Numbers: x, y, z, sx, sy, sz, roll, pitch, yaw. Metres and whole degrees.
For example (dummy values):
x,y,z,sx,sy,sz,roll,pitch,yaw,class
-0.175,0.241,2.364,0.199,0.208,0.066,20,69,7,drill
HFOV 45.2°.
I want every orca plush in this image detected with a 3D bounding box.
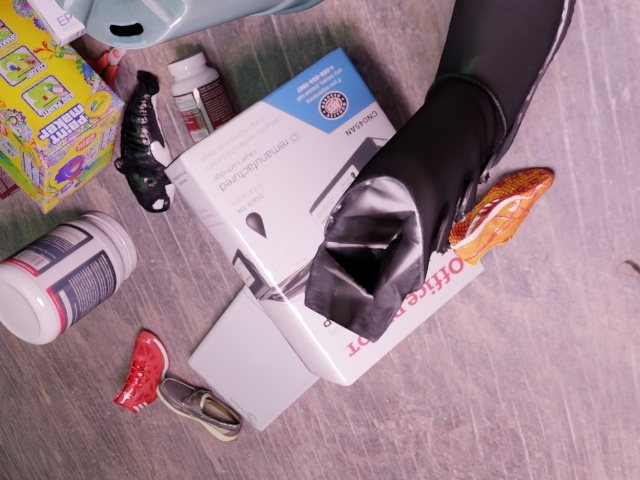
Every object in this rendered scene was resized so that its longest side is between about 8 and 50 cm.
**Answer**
x,y,z,sx,sy,sz,roll,pitch,yaw,class
-0.332,-0.161,1.433,0.151,0.102,0.287,31,133,14,orca plush

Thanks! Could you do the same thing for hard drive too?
x,y,z,sx,sy,sz,roll,pitch,yaw,class
-0.126,0.243,1.604,0.233,0.047,0.353,43,135,3,hard drive

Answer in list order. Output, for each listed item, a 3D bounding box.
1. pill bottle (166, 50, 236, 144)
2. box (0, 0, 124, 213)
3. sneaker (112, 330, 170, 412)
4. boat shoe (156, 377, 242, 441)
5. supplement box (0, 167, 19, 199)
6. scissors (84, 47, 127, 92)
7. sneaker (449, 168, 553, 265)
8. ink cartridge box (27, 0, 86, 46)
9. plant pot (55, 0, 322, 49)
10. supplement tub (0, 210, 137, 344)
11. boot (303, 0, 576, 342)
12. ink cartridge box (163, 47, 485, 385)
x,y,z,sx,sy,sz,roll,pitch,yaw,class
-0.199,-0.237,1.300,0.086,0.086,0.152,-4,116,37,pill bottle
-0.529,-0.244,1.409,0.279,0.177,0.290,46,154,-1,box
-0.426,0.325,1.814,0.087,0.128,0.221,18,130,23,sneaker
-0.275,0.380,1.786,0.224,0.080,0.073,33,128,5,boat shoe
-0.650,-0.192,1.658,0.239,0.073,0.130,-21,105,41,supplement box
-0.386,-0.339,1.406,0.109,0.021,0.297,45,136,4,scissors
0.260,-0.036,1.094,0.175,0.064,0.067,-40,121,6,sneaker
-0.375,-0.449,1.187,0.224,0.223,0.045,56,157,-10,ink cartridge box
-0.165,-0.416,0.981,0.341,0.334,0.341,17,127,24,plant pot
-0.541,0.074,1.622,0.191,0.272,0.191,18,128,25,supplement tub
0.140,-0.148,0.868,0.146,0.445,0.366,21,130,22,boot
0.009,-0.031,1.131,0.394,0.285,0.166,55,164,-10,ink cartridge box
